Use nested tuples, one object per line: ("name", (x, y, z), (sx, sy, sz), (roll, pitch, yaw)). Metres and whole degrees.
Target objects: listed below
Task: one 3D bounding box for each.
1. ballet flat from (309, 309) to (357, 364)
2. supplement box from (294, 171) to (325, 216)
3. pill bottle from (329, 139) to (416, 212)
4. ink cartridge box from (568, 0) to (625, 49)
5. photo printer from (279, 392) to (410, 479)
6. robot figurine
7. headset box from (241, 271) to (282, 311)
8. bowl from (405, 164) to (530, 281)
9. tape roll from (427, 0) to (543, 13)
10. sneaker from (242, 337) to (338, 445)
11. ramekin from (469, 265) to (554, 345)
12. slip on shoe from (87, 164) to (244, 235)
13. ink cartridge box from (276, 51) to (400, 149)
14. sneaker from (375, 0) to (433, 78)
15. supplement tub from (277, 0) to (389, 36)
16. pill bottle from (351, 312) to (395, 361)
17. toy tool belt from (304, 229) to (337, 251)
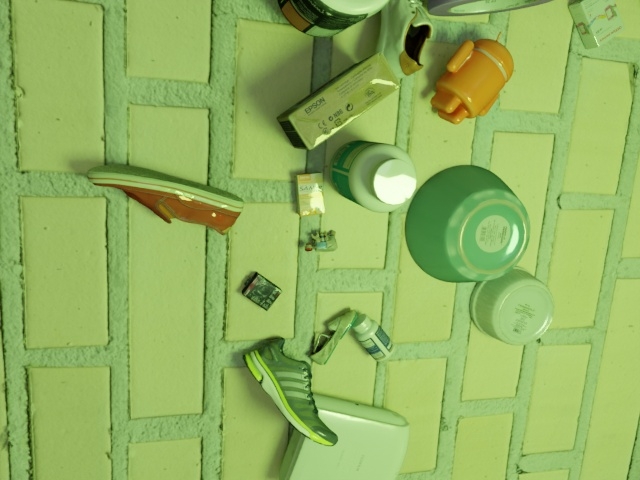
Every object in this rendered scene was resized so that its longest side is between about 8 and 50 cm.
("ballet flat", (0.029, 0.237, 1.385), (0.052, 0.057, 0.168), (32, 93, -8))
("supplement box", (-0.025, -0.110, 1.302), (0.062, 0.036, 0.098), (-8, 104, -12))
("pill bottle", (0.117, -0.142, 1.209), (0.146, 0.264, 0.146), (-3, 104, -13))
("ink cartridge box", (0.683, -0.550, 1.365), (0.088, 0.052, 0.122), (-35, 109, -4))
("photo printer", (0.074, 0.546, 1.436), (0.307, 0.107, 0.256), (18, 97, -16))
("robot figurine", (0.359, -0.374, 1.289), (0.158, 0.128, 0.219), (42, 91, -3))
("headset box", (-0.144, 0.120, 1.327), (0.083, 0.032, 0.062), (36, 92, -17))
("bowl", (0.382, -0.022, 1.355), (0.311, 0.163, 0.312), (-3, 104, -12))
("tape roll", (0.365, -0.545, 1.173), (0.274, 0.275, 0.090), (-9, 105, -11))
("sneaker", (-0.054, 0.356, 1.312), (0.121, 0.111, 0.300), (-40, 76, -10))
("ramekin", (0.514, 0.178, 1.458), (0.207, 0.109, 0.207), (-3, 103, -13))
("slip on shoe", (-0.334, -0.088, 1.196), (0.331, 0.123, 0.101), (16, 102, -21))
("ink cartridge box", (0.031, -0.295, 1.191), (0.234, 0.193, 0.088), (-36, 107, -4))
("sneaker", (0.198, -0.496, 1.200), (0.106, 0.123, 0.290), (4, 89, -46))
("supplement tub", (0.019, -0.508, 1.077), (0.193, 0.316, 0.194), (-3, 104, -14))
("pill bottle", (0.131, 0.244, 1.403), (0.067, 0.067, 0.120), (-39, 108, -2))
("toy tool belt", (0.000, 0.000, 1.332), (0.083, 0.052, 0.051), (-1, 71, -16))
